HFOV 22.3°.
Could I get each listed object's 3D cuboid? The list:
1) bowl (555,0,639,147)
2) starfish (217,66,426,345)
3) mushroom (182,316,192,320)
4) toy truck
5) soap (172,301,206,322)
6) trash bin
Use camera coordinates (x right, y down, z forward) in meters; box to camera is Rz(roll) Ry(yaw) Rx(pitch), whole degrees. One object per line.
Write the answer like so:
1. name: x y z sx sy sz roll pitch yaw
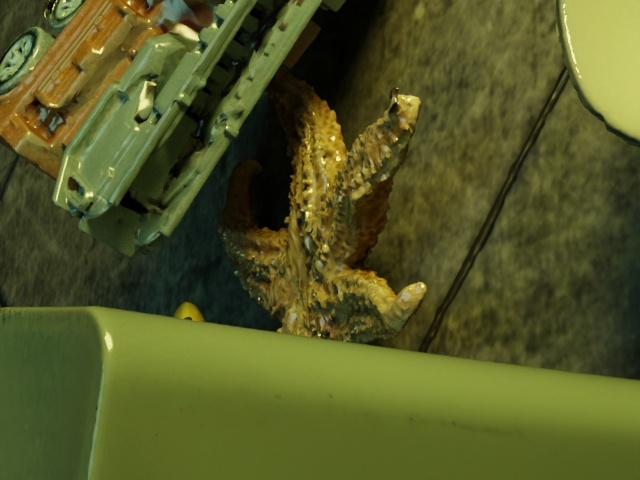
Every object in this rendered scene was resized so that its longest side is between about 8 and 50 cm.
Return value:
1. bowl: 0.210 -0.129 0.710 0.211 0.112 0.211 -24 60 50
2. starfish: 0.004 0.001 1.026 0.302 0.060 0.299 160 119 -63
3. mushroom: -0.118 0.275 0.949 0.397 0.224 0.313 66 159 11
4. toy truck: -0.062 -0.157 1.053 0.338 0.133 0.184 -52 32 3
5. soap: -0.084 0.096 1.114 0.168 0.033 0.089 90 178 -75
6. trash bin: 0.019 0.154 0.694 0.158 0.343 0.223 -5 76 59
